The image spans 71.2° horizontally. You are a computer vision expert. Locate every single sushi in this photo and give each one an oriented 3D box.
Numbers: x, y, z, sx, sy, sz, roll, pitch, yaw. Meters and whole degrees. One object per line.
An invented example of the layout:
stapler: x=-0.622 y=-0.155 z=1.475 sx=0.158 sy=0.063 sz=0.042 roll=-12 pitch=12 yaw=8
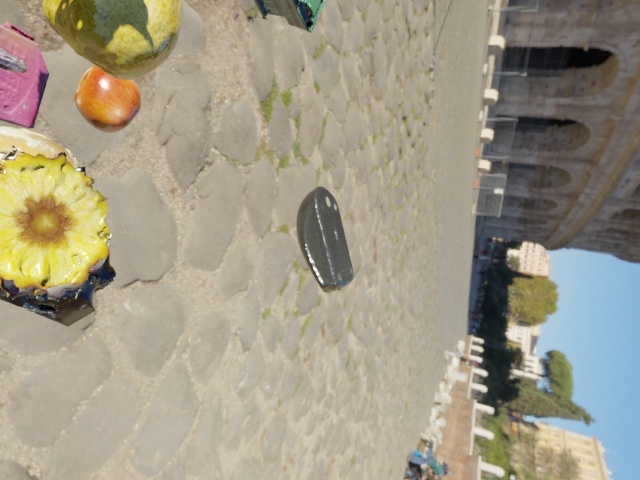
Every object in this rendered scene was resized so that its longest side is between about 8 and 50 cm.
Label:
sushi: x=-0.639 y=0.043 z=1.109 sx=0.227 sy=0.212 sz=0.215 roll=63 pitch=3 yaw=35

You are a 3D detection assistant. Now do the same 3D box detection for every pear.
pear: x=-0.273 y=-0.314 z=0.605 sx=0.178 sy=0.177 sz=0.178 roll=10 pitch=90 yaw=-69

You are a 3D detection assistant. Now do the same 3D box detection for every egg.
egg: x=-0.570 y=-0.115 z=0.831 sx=0.233 sy=0.194 sz=0.195 roll=-13 pitch=113 yaw=-45

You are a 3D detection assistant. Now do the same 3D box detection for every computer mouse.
computer mouse: x=0.000 y=0.000 z=1.148 sx=0.170 sy=0.100 sz=0.270 roll=-5 pitch=82 yaw=-66

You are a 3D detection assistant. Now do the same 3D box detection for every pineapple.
pineapple: x=-0.398 y=-0.021 z=0.622 sx=0.224 sy=0.076 sz=0.225 roll=9 pitch=79 yaw=-57

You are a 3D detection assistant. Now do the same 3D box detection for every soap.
soap: x=-1.070 y=-0.575 z=1.550 sx=0.220 sy=0.127 sz=0.325 roll=13 pitch=104 yaw=-46

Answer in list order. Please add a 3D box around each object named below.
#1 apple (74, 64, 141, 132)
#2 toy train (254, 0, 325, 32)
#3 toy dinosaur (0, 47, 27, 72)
apple: x=-0.529 y=-0.355 z=1.110 sx=0.139 sy=0.163 sz=0.164 roll=46 pitch=55 yaw=-44
toy train: x=-0.100 y=-0.626 z=1.011 sx=0.139 sy=0.178 sz=0.330 roll=-66 pitch=158 yaw=-8
toy dinosaur: x=-0.603 y=-0.329 z=0.657 sx=0.294 sy=0.162 sz=0.077 roll=3 pitch=110 yaw=-46
